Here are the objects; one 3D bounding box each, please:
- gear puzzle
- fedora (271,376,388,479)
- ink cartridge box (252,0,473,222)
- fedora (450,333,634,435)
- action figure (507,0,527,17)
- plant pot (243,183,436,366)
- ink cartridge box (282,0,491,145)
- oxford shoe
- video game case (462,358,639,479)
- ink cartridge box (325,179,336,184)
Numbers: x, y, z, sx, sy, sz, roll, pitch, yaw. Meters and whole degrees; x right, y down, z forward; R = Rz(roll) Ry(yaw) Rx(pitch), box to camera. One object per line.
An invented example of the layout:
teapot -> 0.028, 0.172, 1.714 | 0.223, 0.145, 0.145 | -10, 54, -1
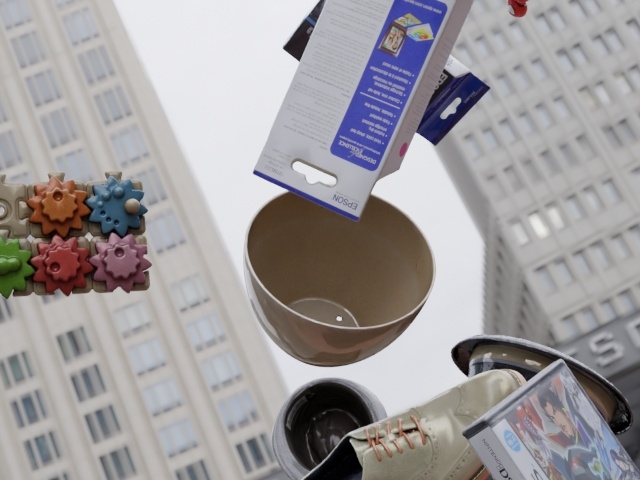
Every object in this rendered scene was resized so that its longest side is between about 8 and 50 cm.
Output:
gear puzzle -> -0.397, -0.010, 1.711 | 0.339, 0.175, 0.044 | -2, -10, -17
fedora -> 0.030, 0.417, 2.628 | 0.244, 0.275, 0.124 | -31, -40, -7
ink cartridge box -> 0.062, -0.221, 1.678 | 0.370, 0.176, 0.069 | -65, -25, 2
fedora -> 0.361, 0.299, 2.189 | 0.334, 0.334, 0.152 | 91, -158, -64
action figure -> 0.268, -0.470, 2.011 | 0.139, 0.091, 0.280 | 2, -45, 21
plant pot -> 0.013, 0.080, 1.914 | 0.284, 0.284, 0.191 | -14, -37, -25
ink cartridge box -> 0.114, -0.297, 2.191 | 0.165, 0.333, 0.065 | -49, 11, 34
oxford shoe -> 0.124, 0.310, 1.828 | 0.397, 0.140, 0.146 | -41, -46, 12
video game case -> 0.283, 0.267, 1.383 | 0.035, 0.248, 0.275 | -39, -10, 27
ink cartridge box -> 0.000, 0.000, 2.681 | 0.154, 0.093, 0.212 | -20, -58, -11
